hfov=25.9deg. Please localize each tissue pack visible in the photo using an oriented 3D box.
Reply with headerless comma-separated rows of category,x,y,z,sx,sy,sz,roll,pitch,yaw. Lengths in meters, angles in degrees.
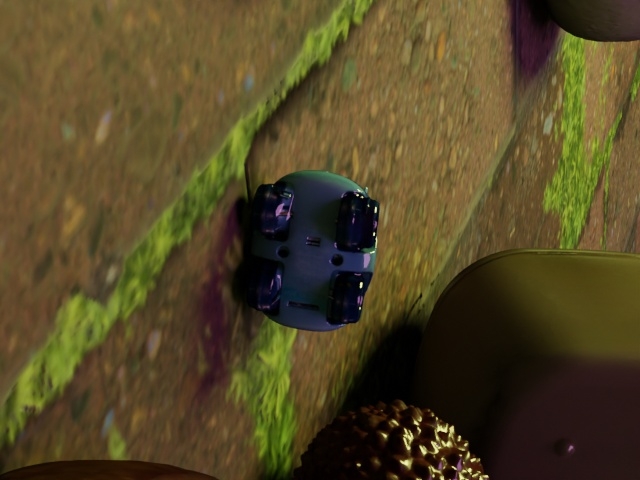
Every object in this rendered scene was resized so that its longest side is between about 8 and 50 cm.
tissue pack,0.175,0.196,0.871,0.277,0.268,0.387,-79,173,-73

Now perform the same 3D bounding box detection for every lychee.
lychee,0.034,0.145,0.686,0.123,0.123,0.129,48,55,-65

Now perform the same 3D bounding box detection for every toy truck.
toy truck,0.000,0.000,0.644,0.090,0.056,0.073,-57,156,-77

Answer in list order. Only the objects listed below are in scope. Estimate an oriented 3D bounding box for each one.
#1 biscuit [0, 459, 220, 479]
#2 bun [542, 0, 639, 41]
biscuit,-0.065,0.275,0.443,0.407,0.091,0.407,0,90,-74
bun,0.279,-0.291,1.120,0.283,0.179,0.283,11,90,-72
